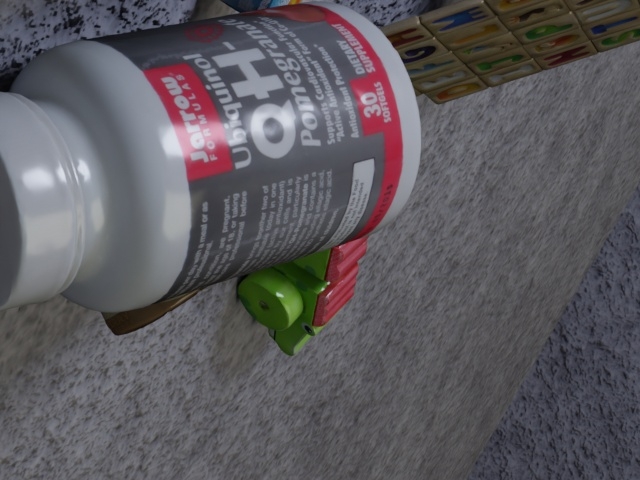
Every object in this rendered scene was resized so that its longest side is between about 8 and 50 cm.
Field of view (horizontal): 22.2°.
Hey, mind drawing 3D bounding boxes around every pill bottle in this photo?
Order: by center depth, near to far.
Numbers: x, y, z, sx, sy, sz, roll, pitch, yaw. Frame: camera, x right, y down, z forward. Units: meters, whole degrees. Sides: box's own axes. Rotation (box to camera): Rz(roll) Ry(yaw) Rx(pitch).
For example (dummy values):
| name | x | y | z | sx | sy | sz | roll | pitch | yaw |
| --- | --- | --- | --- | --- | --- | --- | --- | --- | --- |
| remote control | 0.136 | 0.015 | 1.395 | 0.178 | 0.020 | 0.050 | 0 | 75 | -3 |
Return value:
| name | x | y | z | sx | sy | sz | roll | pitch | yaw |
| --- | --- | --- | --- | --- | --- | --- | --- | --- | --- |
| pill bottle | -0.099 | -0.053 | 1.073 | 0.318 | 0.176 | 0.176 | -17 | 139 | -41 |

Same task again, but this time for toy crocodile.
| name | x | y | z | sx | sy | sz | roll | pitch | yaw |
| --- | --- | --- | --- | --- | --- | --- | --- | --- | --- |
| toy crocodile | 0.000 | 0.000 | 1.560 | 0.115 | 0.105 | 0.340 | -43 | 158 | -34 |

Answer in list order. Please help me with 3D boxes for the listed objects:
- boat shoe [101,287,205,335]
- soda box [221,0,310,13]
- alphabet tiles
| name | x | y | z | sx | sy | sz | roll | pitch | yaw |
| --- | --- | --- | --- | --- | --- | --- | --- | --- | --- |
| boat shoe | -0.057 | -0.056 | 1.288 | 0.341 | 0.110 | 0.121 | -37 | -175 | -38 |
| soda box | -0.013 | -0.248 | 1.197 | 0.183 | 0.058 | 0.063 | -63 | 160 | 16 |
| alphabet tiles | 0.179 | -0.187 | 1.495 | 0.342 | 0.011 | 0.285 | -17 | 170 | 15 |
